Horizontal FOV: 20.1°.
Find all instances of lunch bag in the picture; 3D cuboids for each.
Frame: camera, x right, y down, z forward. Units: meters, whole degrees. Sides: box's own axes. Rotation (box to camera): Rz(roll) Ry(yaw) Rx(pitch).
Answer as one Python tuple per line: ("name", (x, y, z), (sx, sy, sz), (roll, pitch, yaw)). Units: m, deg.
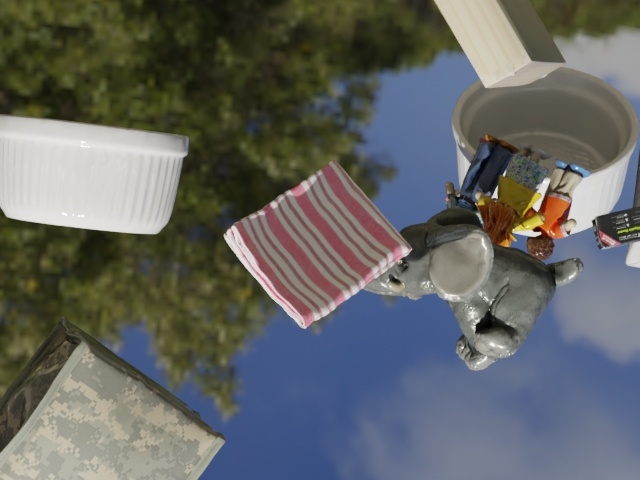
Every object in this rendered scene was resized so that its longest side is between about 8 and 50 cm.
("lunch bag", (-0.299, 0.283, 2.217), (0.235, 0.287, 0.169), (37, 175, -21))

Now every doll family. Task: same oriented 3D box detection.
("doll family", (0.234, -0.058, 2.477), (0.118, 0.163, 0.263), (25, 177, -36))

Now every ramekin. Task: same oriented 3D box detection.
("ramekin", (0.334, -0.131, 2.723), (0.277, 0.135, 0.277), (0, -137, 0))
("ramekin", (-0.247, -0.069, 1.920), (0.207, 0.109, 0.207), (6, -178, 0))

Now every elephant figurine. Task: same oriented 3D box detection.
("elephant figurine", (0.160, 0.033, 2.234), (0.239, 0.169, 0.186), (45, -121, -13))

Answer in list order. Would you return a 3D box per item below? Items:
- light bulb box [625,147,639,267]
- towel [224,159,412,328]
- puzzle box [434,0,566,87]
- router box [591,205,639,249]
("light bulb box", (0.526, -0.176, 2.210), (0.225, 0.361, 0.358), (10, 159, 3))
("towel", (0.000, 0.000, 2.042), (0.197, 0.029, 0.144), (-34, -101, -37))
("puzzle box", (0.144, -0.279, 1.812), (0.052, 0.272, 0.409), (-31, 178, 13))
("router box", (0.367, -0.021, 2.018), (0.122, 0.038, 0.092), (-13, 178, 7))
